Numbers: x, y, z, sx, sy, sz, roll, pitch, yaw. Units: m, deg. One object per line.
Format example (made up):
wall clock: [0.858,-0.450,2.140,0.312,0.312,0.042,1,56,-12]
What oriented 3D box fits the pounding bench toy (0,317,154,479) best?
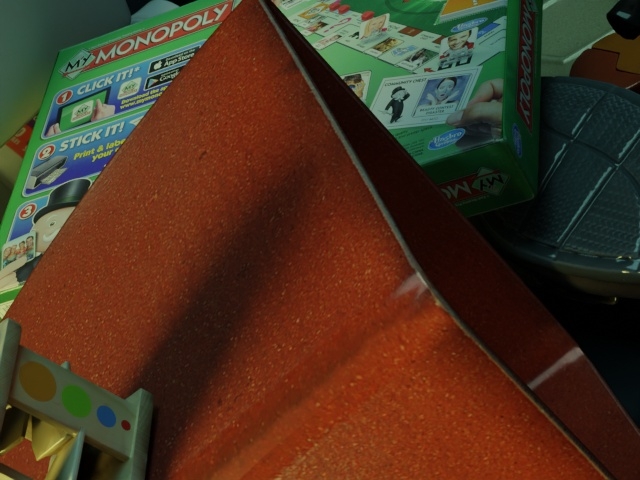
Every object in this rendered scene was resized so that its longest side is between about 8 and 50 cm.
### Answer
pounding bench toy: [-0.106,0.074,0.514,0.083,0.065,0.052,-37,34,34]

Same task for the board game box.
board game box: [-0.031,-0.071,0.896,0.317,0.046,0.213,-16,41,25]

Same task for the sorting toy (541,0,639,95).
sorting toy: [0.189,-0.162,1.016,0.229,0.041,0.307,-35,34,5]

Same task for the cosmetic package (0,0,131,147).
cosmetic package: [-0.407,-0.179,1.022,0.394,0.327,0.329,-10,26,27]

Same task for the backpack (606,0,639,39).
backpack: [0.298,-0.112,0.746,0.277,0.213,0.263,-22,55,5]

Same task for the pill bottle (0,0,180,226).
pill bottle: [-0.162,-0.087,1.158,0.108,0.108,0.193,12,50,47]

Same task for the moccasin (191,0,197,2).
moccasin: [0.005,-0.174,1.102,0.117,0.138,0.342,-52,33,-8]

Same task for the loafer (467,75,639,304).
loafer: [0.117,-0.029,0.884,0.302,0.095,0.109,25,73,48]

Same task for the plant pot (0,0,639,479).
plant pot: [-0.007,0.106,0.646,0.236,0.267,0.267,-40,30,9]

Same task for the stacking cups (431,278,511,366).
stacking cups: [0.000,0.000,0.923,0.096,0.096,0.316,-31,31,-5]
